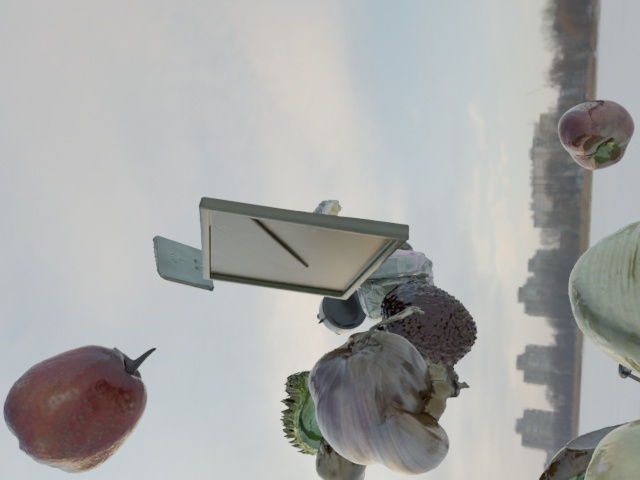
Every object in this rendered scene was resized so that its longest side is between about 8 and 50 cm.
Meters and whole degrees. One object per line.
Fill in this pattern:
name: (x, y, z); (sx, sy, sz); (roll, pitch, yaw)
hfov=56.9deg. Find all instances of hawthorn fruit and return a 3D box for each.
hawthorn fruit: (-0.546, 0.373, 1.408); (0.369, 0.285, 0.284); (-34, -45, -12)

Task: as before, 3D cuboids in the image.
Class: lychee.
lychee: (0.197, 0.171, 1.142); (0.194, 0.195, 0.194); (3, -90, -66)

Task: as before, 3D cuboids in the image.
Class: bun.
bun: (0.639, 0.112, 1.045); (0.219, 0.366, 0.365); (61, -142, -32)

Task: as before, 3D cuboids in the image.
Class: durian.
durian: (0.020, 0.370, 1.301); (0.394, 0.198, 0.163); (57, -156, -51)

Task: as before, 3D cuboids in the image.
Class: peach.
peach: (0.585, -0.233, 1.281); (0.152, 0.152, 0.151); (3, -90, -66)

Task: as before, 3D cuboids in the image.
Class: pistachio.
pistachio: (0.048, 0.423, 1.156); (0.149, 0.113, 0.112); (-7, -81, -69)

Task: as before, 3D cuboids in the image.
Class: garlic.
garlic: (0.109, 0.173, 0.773); (0.207, 0.207, 0.256); (-32, -29, -61)

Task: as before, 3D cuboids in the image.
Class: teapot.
teapot: (0.171, 0.076, 1.348); (0.163, 0.178, 0.221); (-90, -17, -45)

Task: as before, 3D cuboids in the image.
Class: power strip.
power strip: (-0.472, 0.091, 1.992); (0.213, 0.064, 0.198); (20, -147, -34)

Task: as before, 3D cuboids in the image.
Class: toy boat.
toy boat: (0.501, 0.400, 1.066); (0.099, 0.293, 0.108); (62, -165, -2)

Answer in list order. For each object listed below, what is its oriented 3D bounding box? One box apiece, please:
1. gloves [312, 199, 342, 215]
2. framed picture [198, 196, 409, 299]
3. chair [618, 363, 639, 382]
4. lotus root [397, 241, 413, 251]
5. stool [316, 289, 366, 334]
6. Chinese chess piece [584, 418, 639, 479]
gloves: (0.014, -0.085, 1.828); (0.114, 0.070, 0.153); (-61, 5, -4)
framed picture: (-0.059, 0.030, 1.097); (0.446, 0.326, 0.028); (122, 155, -69)
chair: (0.803, 0.316, 1.403); (0.104, 0.222, 0.095); (43, -103, -42)
lotus root: (0.215, 0.045, 1.769); (0.088, 0.165, 0.088); (7, -103, -31)
stool: (0.094, 0.240, 2.018); (0.139, 0.228, 0.153); (118, 147, -66)
Chinese chess piece: (0.403, 0.332, 0.646); (0.270, 0.112, 0.269); (12, -111, -34)
